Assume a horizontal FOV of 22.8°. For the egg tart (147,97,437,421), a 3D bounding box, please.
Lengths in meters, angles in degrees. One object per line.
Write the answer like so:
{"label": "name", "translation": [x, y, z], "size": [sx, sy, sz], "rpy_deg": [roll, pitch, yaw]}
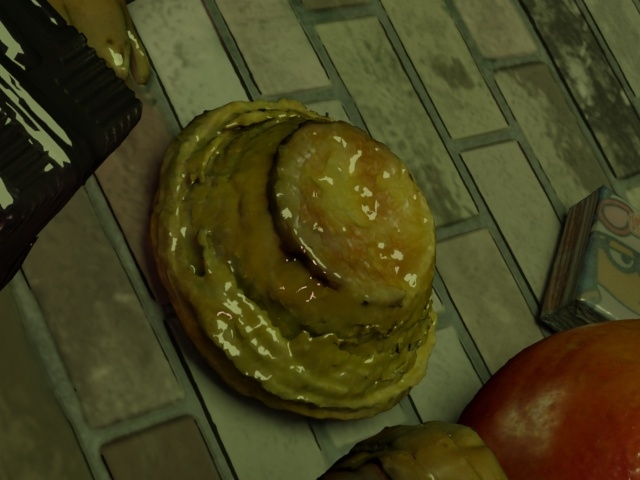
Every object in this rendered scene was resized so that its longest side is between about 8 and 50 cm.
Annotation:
{"label": "egg tart", "translation": [0.000, 0.000, 1.277], "size": [0.294, 0.123, 0.294], "rpy_deg": [18, 56, -28]}

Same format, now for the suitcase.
{"label": "suitcase", "translation": [-0.282, -0.041, 0.939], "size": [0.229, 0.335, 0.152], "rpy_deg": [47, 45, -4]}

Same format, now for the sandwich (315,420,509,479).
{"label": "sandwich", "translation": [0.087, 0.278, 1.065], "size": [0.099, 0.271, 0.301], "rpy_deg": [-19, 75, -31]}

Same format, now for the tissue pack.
{"label": "tissue pack", "translation": [0.280, 0.041, 1.503], "size": [0.115, 0.065, 0.155], "rpy_deg": [36, 46, -16]}

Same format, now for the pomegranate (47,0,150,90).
{"label": "pomegranate", "translation": [-0.203, -0.280, 1.231], "size": [0.309, 0.216, 0.359], "rpy_deg": [-5, 67, -43]}

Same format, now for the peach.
{"label": "peach", "translation": [0.280, 0.202, 1.285], "size": [0.380, 0.242, 0.306], "rpy_deg": [-22, 82, -43]}
